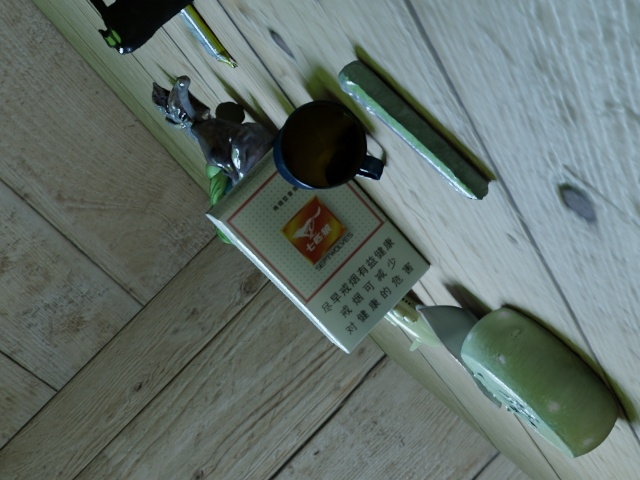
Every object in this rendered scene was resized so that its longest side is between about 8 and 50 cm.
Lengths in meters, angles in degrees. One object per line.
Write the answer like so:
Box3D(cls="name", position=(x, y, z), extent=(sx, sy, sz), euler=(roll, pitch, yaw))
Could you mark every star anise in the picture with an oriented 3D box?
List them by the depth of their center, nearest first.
Box3D(cls="star anise", position=(-0.107, -0.147, 1.771), extent=(0.316, 0.139, 0.359), euler=(26, 158, 19))
Box3D(cls="star anise", position=(-0.320, -0.296, 2.295), extent=(0.230, 0.081, 0.262), euler=(36, 174, -18))

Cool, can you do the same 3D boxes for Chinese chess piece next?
Box3D(cls="Chinese chess piece", position=(0.323, 0.212, 1.425), extent=(0.250, 0.101, 0.250), euler=(44, 175, 5))

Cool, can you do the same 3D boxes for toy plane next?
Box3D(cls="toy plane", position=(0.163, 0.145, 2.039), extent=(0.244, 0.092, 0.229), euler=(47, -171, 7))

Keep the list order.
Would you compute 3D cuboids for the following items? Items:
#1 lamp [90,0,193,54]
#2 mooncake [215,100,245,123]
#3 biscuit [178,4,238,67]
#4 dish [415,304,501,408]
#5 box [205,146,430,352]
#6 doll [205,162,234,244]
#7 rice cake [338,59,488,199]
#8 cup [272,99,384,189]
Box3D(cls="lamp", position=(-0.223, -0.362, 0.721), extent=(0.374, 0.205, 0.272), euler=(53, -177, 34))
Box3D(cls="mooncake", position=(-0.281, -0.325, 1.895), extent=(0.346, 0.150, 0.057), euler=(58, 172, 29))
Box3D(cls="biscuit", position=(-0.217, -0.364, 1.466), extent=(0.048, 0.026, 0.292), euler=(33, 168, 42))
Box3D(cls="dish", position=(0.259, 0.176, 1.628), extent=(0.229, 0.081, 0.229), euler=(51, -177, -4))
Box3D(cls="box", position=(0.001, 0.000, 1.593), extent=(0.330, 0.210, 0.095), euler=(47, 172, -21))
Box3D(cls="doll", position=(-0.160, -0.099, 2.118), extent=(0.322, 0.186, 0.198), euler=(-112, 14, -62))
Box3D(cls="rice cake", position=(0.101, -0.118, 1.030), extent=(0.208, 0.033, 0.033), euler=(43, 164, 5))
Box3D(cls="cup", position=(0.005, -0.112, 1.301), extent=(0.150, 0.113, 0.138), euler=(47, 175, -6))
